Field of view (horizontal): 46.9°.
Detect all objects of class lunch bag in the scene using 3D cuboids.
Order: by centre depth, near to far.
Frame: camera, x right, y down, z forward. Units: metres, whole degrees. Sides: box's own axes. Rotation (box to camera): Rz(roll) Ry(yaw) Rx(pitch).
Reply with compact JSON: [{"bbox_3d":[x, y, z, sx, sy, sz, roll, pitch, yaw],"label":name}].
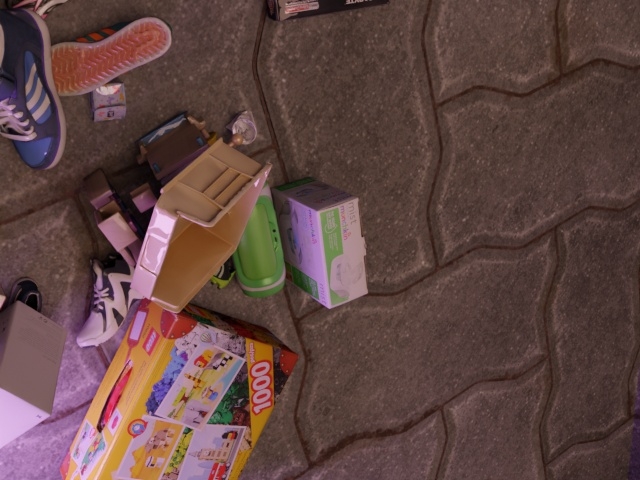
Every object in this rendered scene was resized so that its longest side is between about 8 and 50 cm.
[{"bbox_3d":[-0.449,-0.294,1.556,0.071,0.053,0.083,-12,122,-27],"label":"lunch bag"}]

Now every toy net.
[{"bbox_3d":[-0.187,-0.203,1.688,0.045,0.122,0.232,61,41,-66],"label":"toy net"}]

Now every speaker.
[{"bbox_3d":[-0.165,-0.015,1.793,0.131,0.131,0.297,-22,118,-24],"label":"speaker"}]

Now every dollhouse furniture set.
[{"bbox_3d":[-0.309,-0.096,1.573,0.303,0.286,0.198,-34,124,-6],"label":"dollhouse furniture set"}]

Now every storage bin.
[{"bbox_3d":[-0.244,-0.028,1.476,0.260,0.123,0.262,-54,175,-48],"label":"storage bin"}]

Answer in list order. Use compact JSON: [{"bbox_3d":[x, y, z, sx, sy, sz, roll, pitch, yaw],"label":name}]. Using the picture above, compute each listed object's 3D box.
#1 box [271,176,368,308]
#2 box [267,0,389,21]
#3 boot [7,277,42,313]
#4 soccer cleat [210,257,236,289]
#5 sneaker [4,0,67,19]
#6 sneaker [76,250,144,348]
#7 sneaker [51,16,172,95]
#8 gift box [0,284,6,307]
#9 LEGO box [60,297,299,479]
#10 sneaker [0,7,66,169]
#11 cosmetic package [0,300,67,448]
[{"bbox_3d":[0.000,0.000,1.839,0.126,0.231,0.262,-19,117,-26],"label":"box"},{"bbox_3d":[0.012,-0.666,1.666,0.295,0.073,0.294,-14,118,-18],"label":"box"},{"bbox_3d":[-0.644,0.180,1.583,0.069,0.086,0.190,5,105,-34],"label":"boot"},{"bbox_3d":[-0.255,0.051,1.725,0.072,0.060,0.179,-52,150,-12],"label":"soccer cleat"},{"bbox_3d":[-0.529,-0.486,1.423,0.178,0.072,0.077,-45,122,-13],"label":"sneaker"},{"bbox_3d":[-0.491,0.116,1.653,0.235,0.094,0.153,-45,124,-11],"label":"sneaker"},{"bbox_3d":[-0.442,-0.374,1.504,0.302,0.121,0.108,-19,108,-2],"label":"sneaker"},{"bbox_3d":[-0.765,0.116,1.374,0.258,0.276,0.255,27,86,-35],"label":"gift box"},{"bbox_3d":[-0.339,0.416,1.797,0.372,0.193,0.501,24,93,-36],"label":"LEGO box"},{"bbox_3d":[-0.595,-0.258,1.351,0.236,0.130,0.323,-48,145,-60],"label":"sneaker"},{"bbox_3d":[-0.649,0.283,1.483,0.224,0.225,0.138,-34,129,19],"label":"cosmetic package"}]
